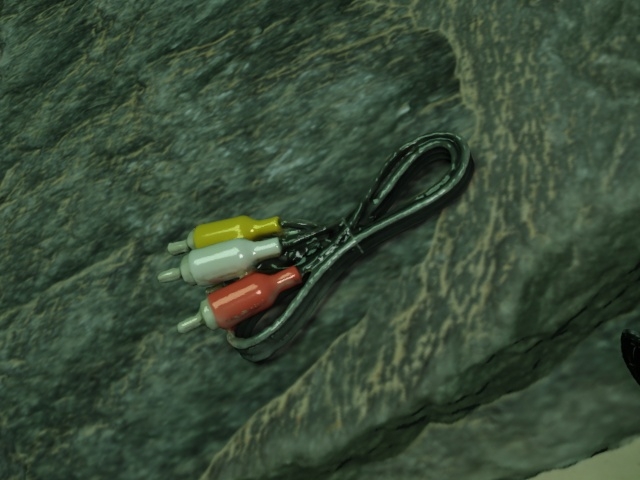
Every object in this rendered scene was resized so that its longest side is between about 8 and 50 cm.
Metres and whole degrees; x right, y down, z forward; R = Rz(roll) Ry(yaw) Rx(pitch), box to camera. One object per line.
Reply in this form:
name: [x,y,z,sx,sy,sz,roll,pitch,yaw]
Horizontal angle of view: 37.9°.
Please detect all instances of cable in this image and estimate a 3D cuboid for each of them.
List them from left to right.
cable: [0.000,0.000,0.782,0.287,0.072,0.140,-27,48,12]

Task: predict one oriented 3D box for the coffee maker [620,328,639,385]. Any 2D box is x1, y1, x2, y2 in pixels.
coffee maker: [0.290,0.044,0.526,0.171,0.120,0.178,38,80,19]
